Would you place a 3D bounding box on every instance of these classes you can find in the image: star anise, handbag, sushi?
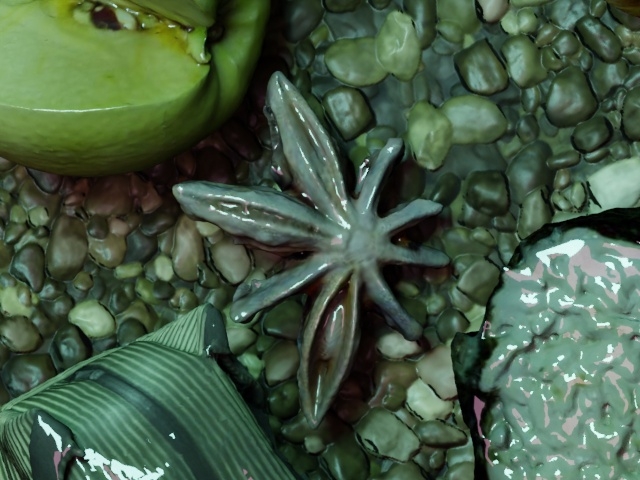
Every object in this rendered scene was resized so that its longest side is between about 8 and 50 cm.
[{"bbox_3d":[-0.002,-0.004,1.546,0.198,0.110,0.257,-37,99,-7],"label":"star anise"},{"bbox_3d":[-0.106,0.221,1.491,0.341,0.247,0.240,52,151,9],"label":"handbag"},{"bbox_3d":[0.212,0.148,1.457,0.211,0.171,0.350,3,95,16],"label":"sushi"}]

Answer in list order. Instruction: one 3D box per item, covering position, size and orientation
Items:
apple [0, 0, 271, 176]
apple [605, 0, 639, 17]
[{"bbox_3d":[-0.180,-0.191,1.494,0.254,0.292,0.292,19,100,21],"label":"apple"},{"bbox_3d":[0.266,-0.250,1.406,0.182,0.182,0.155,0,76,18],"label":"apple"}]
